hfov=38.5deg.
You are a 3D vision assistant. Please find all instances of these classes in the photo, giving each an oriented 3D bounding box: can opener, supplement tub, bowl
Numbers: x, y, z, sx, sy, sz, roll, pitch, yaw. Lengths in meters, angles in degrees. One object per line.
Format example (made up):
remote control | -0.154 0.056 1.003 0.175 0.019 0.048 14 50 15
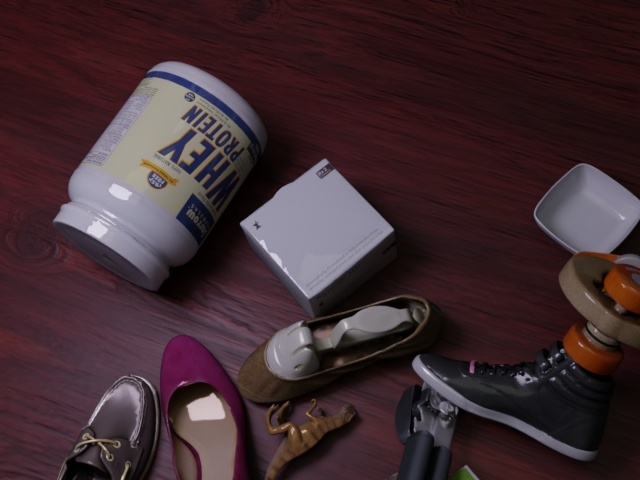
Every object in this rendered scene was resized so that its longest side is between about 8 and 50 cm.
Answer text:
can opener | 0.143 0.315 1.304 0.074 0.093 0.280 40 35 -14
supplement tub | -0.262 -0.104 1.506 0.235 0.235 0.324 26 72 17
bowl | 0.432 -0.037 1.485 0.142 0.053 0.142 41 76 22

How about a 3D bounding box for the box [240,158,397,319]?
box | 0.000 0.000 1.489 0.181 0.119 0.182 -38 67 -10

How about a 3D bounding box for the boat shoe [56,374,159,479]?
boat shoe | -0.336 0.351 1.386 0.117 0.096 0.324 14 69 13

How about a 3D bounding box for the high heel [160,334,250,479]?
high heel | -0.171 0.289 1.346 0.127 0.181 0.377 -23 65 -3

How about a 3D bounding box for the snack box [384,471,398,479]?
snack box | 0.063 0.413 1.347 0.178 0.022 0.064 -31 67 -7

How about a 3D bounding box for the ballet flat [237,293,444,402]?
ballet flat | 0.026 0.156 1.412 0.343 0.124 0.116 -15 65 1

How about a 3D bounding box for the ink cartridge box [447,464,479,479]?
ink cartridge box | 0.154 0.459 1.247 0.255 0.097 0.189 -28 45 -15

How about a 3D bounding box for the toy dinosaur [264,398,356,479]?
toy dinosaur | -0.041 0.305 1.388 0.211 0.064 0.112 -40 68 -10

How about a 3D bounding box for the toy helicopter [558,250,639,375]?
toy helicopter | 0.509 0.106 1.346 0.355 0.140 0.235 18 29 -13

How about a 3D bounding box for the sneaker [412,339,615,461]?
sneaker | 0.290 0.194 1.341 0.296 0.104 0.146 23 106 11
